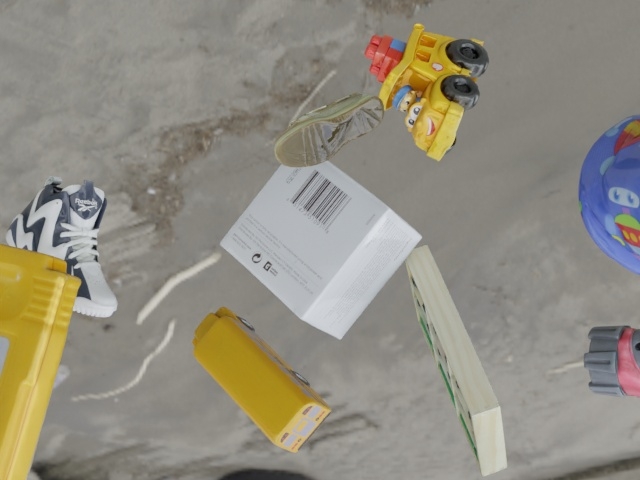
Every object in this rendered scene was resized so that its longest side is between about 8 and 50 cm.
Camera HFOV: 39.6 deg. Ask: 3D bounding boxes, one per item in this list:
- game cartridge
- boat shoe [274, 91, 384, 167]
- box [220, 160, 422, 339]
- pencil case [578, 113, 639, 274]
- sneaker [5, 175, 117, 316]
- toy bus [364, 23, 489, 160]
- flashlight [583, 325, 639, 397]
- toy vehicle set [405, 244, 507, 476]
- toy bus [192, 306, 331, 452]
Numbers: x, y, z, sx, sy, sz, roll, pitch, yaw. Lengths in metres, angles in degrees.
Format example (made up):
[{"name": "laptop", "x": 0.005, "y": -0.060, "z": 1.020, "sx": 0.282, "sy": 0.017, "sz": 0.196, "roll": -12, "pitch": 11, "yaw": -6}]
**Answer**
[{"name": "game cartridge", "x": -0.418, "y": 0.152, "z": 0.963, "sx": 0.285, "sy": 0.324, "sz": 0.052, "roll": 10, "pitch": 173, "yaw": 25}, {"name": "boat shoe", "x": 0.004, "y": -0.133, "z": 1.044, "sx": 0.153, "sy": 0.048, "sz": 0.056, "roll": -32, "pitch": 130, "yaw": -23}, {"name": "box", "x": 0.000, "y": 0.000, "z": 1.178, "sx": 0.182, "sy": 0.181, "sz": 0.119, "roll": -52, "pitch": 146, "yaw": 3}, {"name": "pencil case", "x": 0.276, "y": -0.008, "z": 0.560, "sx": 0.119, "sy": 0.306, "sz": 0.133, "roll": -11, "pitch": 102, "yaw": -7}, {"name": "sneaker", "x": -0.354, "y": -0.006, "z": 1.301, "sx": 0.094, "sy": 0.235, "sz": 0.153, "roll": 12, "pitch": 114, "yaw": -52}, {"name": "toy bus", "x": 0.170, "y": -0.276, "z": 1.563, "sx": 0.211, "sy": 0.220, "sz": 0.149, "roll": 22, "pitch": 140, "yaw": -2}, {"name": "flashlight", "x": 0.507, "y": 0.162, "z": 1.161, "sx": 0.304, "sy": 0.103, "sz": 0.103, "roll": -4, "pitch": 140, "yaw": 37}, {"name": "toy vehicle set", "x": 0.176, "y": 0.155, "z": 1.170, "sx": 0.035, "sy": 0.267, "sz": 0.166, "roll": -19, "pitch": 138, "yaw": 0}, {"name": "toy bus", "x": -0.128, "y": 0.250, "z": 1.672, "sx": 0.108, "sy": 0.332, "sz": 0.130, "roll": -50, "pitch": 145, "yaw": 0}]
